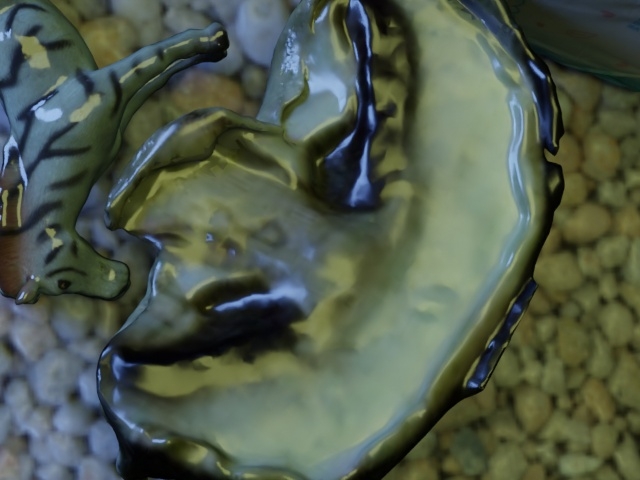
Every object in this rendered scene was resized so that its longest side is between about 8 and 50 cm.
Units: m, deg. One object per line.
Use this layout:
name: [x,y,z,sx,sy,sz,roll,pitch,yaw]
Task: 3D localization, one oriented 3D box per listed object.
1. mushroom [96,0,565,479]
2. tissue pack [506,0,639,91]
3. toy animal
mushroom: [0.000,0.000,1.067,0.247,0.130,0.344,20,76,-4]
tissue pack: [0.175,-0.195,1.057,0.201,0.271,0.124,20,76,-8]
toy animal: [-0.135,-0.097,1.074,0.170,0.090,0.255,-15,82,-10]
